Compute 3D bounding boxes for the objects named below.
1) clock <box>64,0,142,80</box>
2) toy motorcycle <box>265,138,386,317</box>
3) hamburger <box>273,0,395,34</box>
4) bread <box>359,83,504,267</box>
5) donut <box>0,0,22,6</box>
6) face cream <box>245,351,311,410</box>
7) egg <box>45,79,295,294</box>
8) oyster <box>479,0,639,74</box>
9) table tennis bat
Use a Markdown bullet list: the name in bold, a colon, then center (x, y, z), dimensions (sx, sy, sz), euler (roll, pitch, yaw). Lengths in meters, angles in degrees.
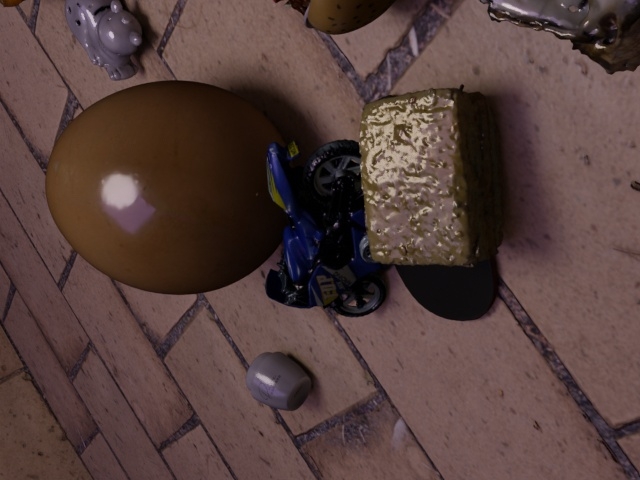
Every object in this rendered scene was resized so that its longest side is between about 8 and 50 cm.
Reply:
- **clock**: center (-0.356, -0.368, 1.305), dimensions (0.176, 0.080, 0.117), euler (55, 144, 8)
- **toy motorcycle**: center (0.000, 0.000, 1.014), dimensions (0.113, 0.168, 0.316), euler (-105, 4, -47)
- **hamburger**: center (0.021, -0.296, 0.831), dimensions (0.137, 0.175, 0.175), euler (50, 142, 6)
- **bread**: center (0.125, -0.071, 0.873), dimensions (0.138, 0.102, 0.197), euler (-1, 104, 33)
- **donut**: center (-0.543, -0.561, 1.386), dimensions (0.277, 0.108, 0.278), euler (29, 133, 37)
- **face cream**: center (-0.071, 0.241, 1.337), dimensions (0.095, 0.091, 0.091), euler (24, 130, 30)
- **egg**: center (-0.215, -0.073, 1.117), dimensions (0.373, 0.301, 0.301), euler (-3, 112, 26)
- **oyster**: center (0.223, -0.277, 0.664), dimensions (0.214, 0.083, 0.223), euler (39, 132, 23)
- **table tennis bat**: center (0.125, -0.034, 0.983), dimensions (0.173, 0.022, 0.301), euler (-10, 105, 53)
